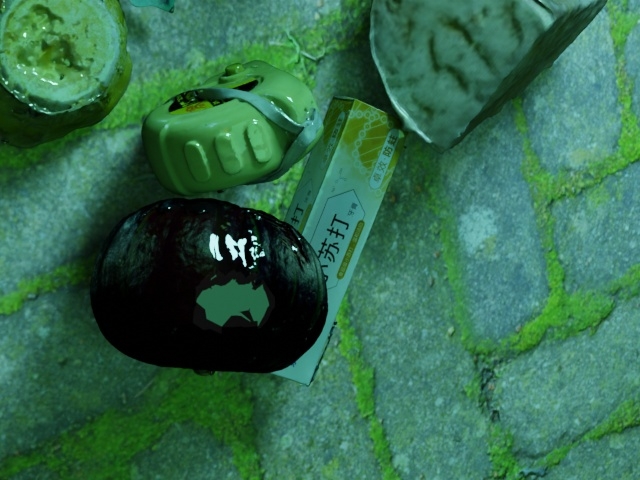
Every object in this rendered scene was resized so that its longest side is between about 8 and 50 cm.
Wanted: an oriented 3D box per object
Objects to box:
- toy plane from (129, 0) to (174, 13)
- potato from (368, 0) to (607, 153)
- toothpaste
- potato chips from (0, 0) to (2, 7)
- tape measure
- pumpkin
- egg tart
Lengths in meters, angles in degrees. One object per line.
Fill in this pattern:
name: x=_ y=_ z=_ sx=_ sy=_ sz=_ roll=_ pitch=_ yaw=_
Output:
toy plane: x=-0.152 y=-0.340 z=1.142 sx=0.096 sy=0.060 sz=0.235 roll=18 pitch=88 yaw=-45
potato: x=0.170 y=-0.254 z=1.330 sx=0.211 sy=0.189 sz=0.264 roll=-53 pitch=168 yaw=31
toothpaste: x=0.000 y=0.000 z=1.304 sx=0.089 sy=0.071 sz=0.313 roll=21 pitch=91 yaw=-28
potato chips: x=-0.366 y=-0.221 z=1.031 sx=0.195 sy=0.062 sz=0.208 roll=-2 pitch=98 yaw=-7
tape measure: x=-0.085 y=-0.105 z=1.159 sx=0.175 sy=0.200 sz=0.106 roll=-24 pitch=114 yaw=-14
pumpkin: x=-0.106 y=0.051 z=1.158 sx=0.233 sy=0.233 sz=0.163 roll=14 pitch=78 yaw=-32
egg tart: x=-0.259 y=-0.183 z=1.102 sx=0.197 sy=0.078 sz=0.197 roll=-5 pitch=101 yaw=-27
